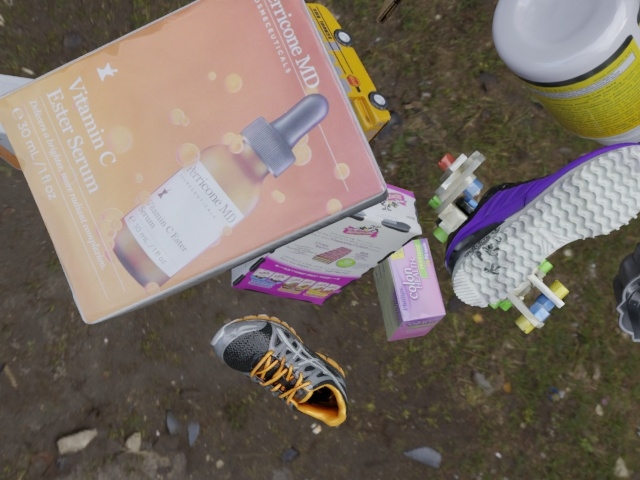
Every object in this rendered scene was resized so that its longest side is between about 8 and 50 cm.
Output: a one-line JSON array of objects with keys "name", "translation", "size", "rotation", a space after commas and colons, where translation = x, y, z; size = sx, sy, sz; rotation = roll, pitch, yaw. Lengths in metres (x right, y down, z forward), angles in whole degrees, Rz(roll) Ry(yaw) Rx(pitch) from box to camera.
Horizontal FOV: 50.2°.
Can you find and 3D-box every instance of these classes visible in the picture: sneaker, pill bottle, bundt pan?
[{"name": "sneaker", "translation": [0.281, -0.046, 0.891], "size": [0.293, 0.146, 0.102], "rotation": [-34, 114, 12]}, {"name": "sneaker", "translation": [-0.041, 0.166, 0.864], "size": [0.215, 0.083, 0.084], "rotation": [31, 107, -28]}, {"name": "pill bottle", "translation": [0.400, -0.260, 0.998], "size": [0.334, 0.188, 0.188], "rotation": [23, 88, -50]}, {"name": "bundt pan", "translation": [0.818, 0.092, 1.544], "size": [0.331, 0.124, 0.331], "rotation": [0, 130, 0]}]

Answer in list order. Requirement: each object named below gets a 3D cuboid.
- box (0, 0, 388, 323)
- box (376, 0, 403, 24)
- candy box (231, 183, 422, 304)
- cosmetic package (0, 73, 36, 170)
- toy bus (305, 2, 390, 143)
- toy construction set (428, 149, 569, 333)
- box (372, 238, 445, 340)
[{"name": "box", "translation": [-0.064, -0.049, 0.384], "size": [0.170, 0.091, 0.130], "rotation": [-25, 89, 6]}, {"name": "box", "translation": [0.200, -0.614, 1.564], "size": [0.021, 0.164, 0.201], "rotation": [27, 69, -13]}, {"name": "candy box", "translation": [0.000, 0.000, 0.934], "size": [0.159, 0.233, 0.071], "rotation": [15, 54, -33]}, {"name": "cosmetic package", "translation": [-0.658, -0.262, 1.672], "size": [0.161, 0.453, 0.230], "rotation": [-64, 145, -17]}, {"name": "toy bus", "translation": [0.024, -0.371, 1.533], "size": [0.130, 0.108, 0.332], "rotation": [-13, 69, -37]}, {"name": "toy construction set", "translation": [0.290, -0.001, 1.206], "size": [0.151, 0.215, 0.327], "rotation": [-32, 89, 15]}, {"name": "box", "translation": [0.236, 0.140, 1.870], "size": [0.117, 0.243, 0.213], "rotation": [-9, 70, -7]}]
